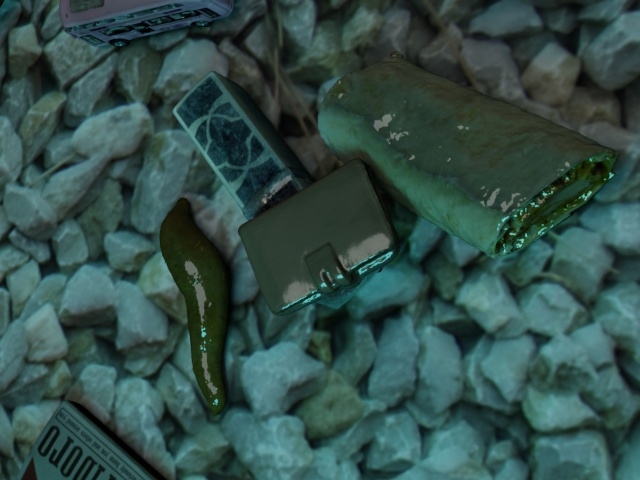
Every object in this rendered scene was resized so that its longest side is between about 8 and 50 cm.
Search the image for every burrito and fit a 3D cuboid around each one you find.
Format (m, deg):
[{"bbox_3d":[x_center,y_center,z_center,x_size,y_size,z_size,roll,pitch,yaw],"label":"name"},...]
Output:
[{"bbox_3d":[0.136,-0.082,1.677,0.299,0.105,0.143,30,90,35],"label":"burrito"}]

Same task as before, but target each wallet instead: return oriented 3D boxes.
[{"bbox_3d":[0.000,0.000,1.689,0.152,0.039,0.118,-27,64,16],"label":"wallet"}]

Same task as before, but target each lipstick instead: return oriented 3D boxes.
[{"bbox_3d":[-0.051,-0.057,1.797,0.077,0.076,0.290,-45,59,14],"label":"lipstick"}]

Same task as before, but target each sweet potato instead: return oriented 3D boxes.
[{"bbox_3d":[-0.127,0.060,1.828,0.069,0.059,0.250,-33,65,43],"label":"sweet potato"}]

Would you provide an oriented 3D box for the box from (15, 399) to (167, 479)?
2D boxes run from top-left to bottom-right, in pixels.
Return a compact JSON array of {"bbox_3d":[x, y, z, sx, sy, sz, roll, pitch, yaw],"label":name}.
[{"bbox_3d":[-0.244,0.268,1.857,0.177,0.036,0.115,35,98,32],"label":"box"}]

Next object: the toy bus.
[{"bbox_3d":[-0.198,-0.269,1.932,0.203,0.090,0.063,-9,74,30],"label":"toy bus"}]

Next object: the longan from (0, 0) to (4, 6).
[{"bbox_3d":[-0.428,-0.314,2.084,0.106,0.106,0.119,-65,15,2],"label":"longan"}]
